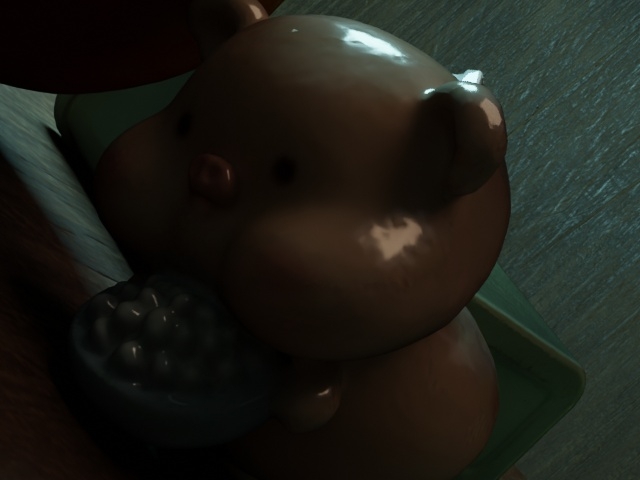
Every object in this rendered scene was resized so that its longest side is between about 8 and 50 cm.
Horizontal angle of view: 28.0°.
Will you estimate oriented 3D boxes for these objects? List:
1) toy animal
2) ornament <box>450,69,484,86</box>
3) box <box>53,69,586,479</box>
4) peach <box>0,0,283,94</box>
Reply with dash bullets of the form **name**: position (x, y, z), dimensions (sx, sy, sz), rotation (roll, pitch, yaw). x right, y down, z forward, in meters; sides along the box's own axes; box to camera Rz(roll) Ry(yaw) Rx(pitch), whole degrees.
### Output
- **toy animal**: position (0.006, 0.019, 0.647), dimensions (0.210, 0.230, 0.221), rotation (23, -11, 40)
- **ornament**: position (0.095, -0.075, 1.740), dimensions (0.239, 0.239, 0.240), rotation (8, -31, 19)
- **box**: position (0.000, 0.000, 1.027), dimensions (0.352, 0.177, 0.344), rotation (33, 14, -42)
- **peach**: position (-0.166, -0.270, 0.737), dimensions (0.388, 0.388, 0.388), rotation (48, 3, -3)
